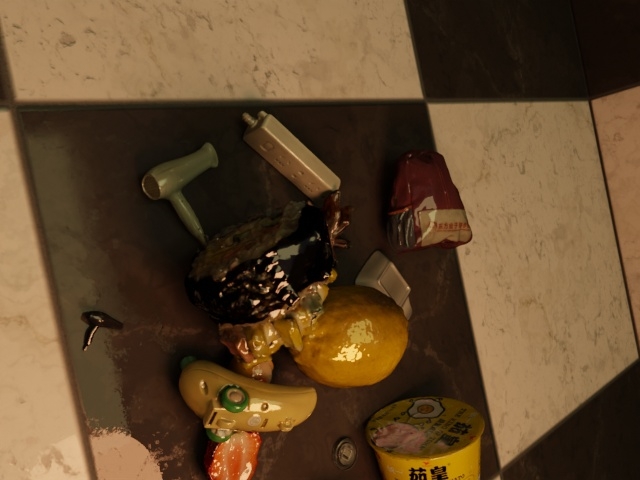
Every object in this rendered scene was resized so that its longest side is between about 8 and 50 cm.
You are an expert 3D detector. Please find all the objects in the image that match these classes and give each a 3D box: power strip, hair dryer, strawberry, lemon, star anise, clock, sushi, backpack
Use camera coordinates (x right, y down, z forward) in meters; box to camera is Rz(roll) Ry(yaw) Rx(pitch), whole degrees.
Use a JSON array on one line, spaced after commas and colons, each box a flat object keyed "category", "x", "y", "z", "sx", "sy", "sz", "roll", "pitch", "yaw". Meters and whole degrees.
[{"category": "power strip", "x": -0.078, "y": -0.219, "z": 1.535, "sx": 0.338, "sy": 0.098, "sz": 0.058, "roll": 40, "pitch": 55, "yaw": -29}, {"category": "hair dryer", "x": -0.290, "y": -0.088, "z": 1.367, "sx": 0.206, "sy": 0.075, "sz": 0.237, "roll": -38, "pitch": 115, "yaw": -45}, {"category": "strawberry", "x": -0.203, "y": 0.498, "z": 1.327, "sx": 0.146, "sy": 0.082, "sz": 0.187, "roll": 3, "pitch": 88, "yaw": -35}, {"category": "lemon", "x": 0.066, "y": 0.246, "z": 1.478, "sx": 0.316, "sy": 0.285, "sz": 0.285, "roll": -27, "pitch": 102, "yaw": -19}, {"category": "hair dryer", "x": -0.456, "y": 0.191, "z": 1.197, "sx": 0.079, "sy": 0.031, "sz": 0.083, "roll": 35, "pitch": 75, "yaw": -41}, {"category": "star anise", "x": 0.000, "y": 0.001, "z": 1.564, "sx": 0.288, "sy": 0.088, "sz": 0.288, "roll": -17, "pitch": 115, "yaw": -42}, {"category": "clock", "x": 0.067, "y": 0.582, "z": 1.586, "sx": 0.085, "sy": 0.017, "sz": 0.085, "roll": 7, "pitch": 79, "yaw": -40}, {"category": "sushi", "x": -0.099, "y": 0.098, "z": 1.279, "sx": 0.285, "sy": 0.328, "sz": 0.328, "roll": 62, "pitch": 10, "yaw": -17}, {"category": "backpack", "x": 0.313, "y": -0.124, "z": 1.798, "sx": 0.283, "sy": 0.197, "sz": 0.317, "roll": -4, "pitch": 81, "yaw": -40}]

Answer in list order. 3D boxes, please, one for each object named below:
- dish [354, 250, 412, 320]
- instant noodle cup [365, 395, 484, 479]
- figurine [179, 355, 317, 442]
[{"category": "dish", "x": 0.215, "y": 0.155, "z": 1.753, "sx": 0.234, "sy": 0.064, "sz": 0.154, "roll": 53, "pitch": 53, "yaw": -23}, {"category": "instant noodle cup", "x": 0.301, "y": 0.619, "z": 1.609, "sx": 0.325, "sy": 0.325, "sz": 0.254, "roll": -21, "pitch": 106, "yaw": -41}, {"category": "figurine", "x": -0.161, "y": 0.338, "z": 1.326, "sx": 0.324, "sy": 0.222, "sz": 0.124, "roll": 12, "pitch": 120, "yaw": -25}]
